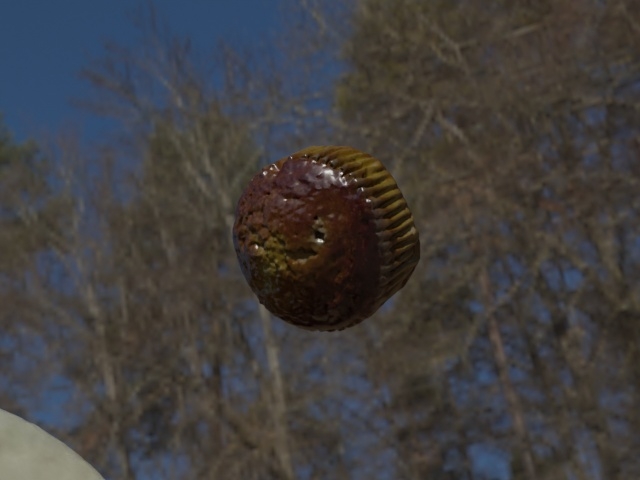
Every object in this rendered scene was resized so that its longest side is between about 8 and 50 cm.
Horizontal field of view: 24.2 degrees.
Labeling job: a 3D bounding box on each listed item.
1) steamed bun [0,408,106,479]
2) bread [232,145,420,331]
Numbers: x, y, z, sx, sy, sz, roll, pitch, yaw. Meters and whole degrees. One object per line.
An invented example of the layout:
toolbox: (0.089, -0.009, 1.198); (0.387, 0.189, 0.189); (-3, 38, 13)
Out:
steamed bun: (-0.204, 0.218, 0.696); (0.283, 0.283, 0.177); (19, -45, -39)
bread: (0.000, 0.000, 0.669); (0.085, 0.085, 0.053); (-35, -2, 34)
